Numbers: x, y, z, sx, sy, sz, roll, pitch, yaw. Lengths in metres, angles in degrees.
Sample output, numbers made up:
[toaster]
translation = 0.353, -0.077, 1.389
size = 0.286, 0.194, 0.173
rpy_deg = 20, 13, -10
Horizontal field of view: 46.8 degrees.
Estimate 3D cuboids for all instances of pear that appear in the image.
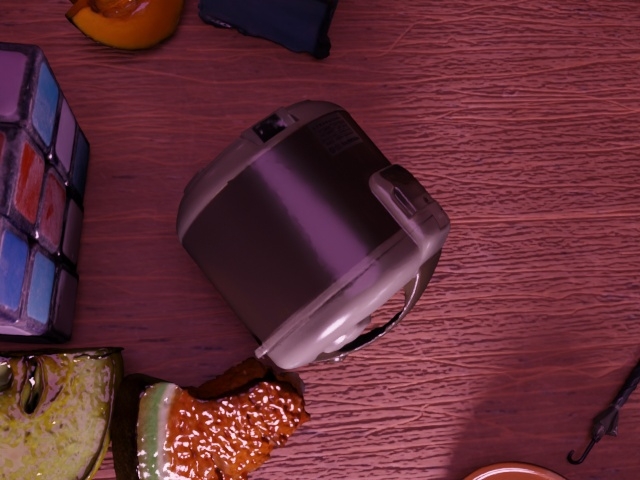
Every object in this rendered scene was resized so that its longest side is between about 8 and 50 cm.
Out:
[pear]
translation = -0.393, 0.276, 1.045
size = 0.238, 0.164, 0.255
rpy_deg = -4, 82, -17

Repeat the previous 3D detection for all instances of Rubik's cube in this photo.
[Rubik's cube]
translation = -0.535, -0.055, 1.001
size = 0.362, 0.363, 0.358
rpy_deg = 5, 72, -1

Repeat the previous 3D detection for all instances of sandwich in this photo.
[sandwich]
translation = -0.158, 0.264, 1.078
size = 0.301, 0.162, 0.250
rpy_deg = -16, 110, -25

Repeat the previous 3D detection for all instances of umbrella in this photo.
[umbrella]
translation = 0.492, 0.262, 1.198
size = 0.269, 0.044, 0.044
rpy_deg = -47, 116, -13

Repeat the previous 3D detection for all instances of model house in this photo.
[model house]
translation = -0.050, -0.490, 1.237
size = 0.237, 0.215, 0.303
rpy_deg = 19, 71, -1

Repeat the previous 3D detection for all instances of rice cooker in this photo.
[rice cooker]
translation = 0.000, 0.000, 1.067
size = 0.335, 0.335, 0.325
rpy_deg = -38, 82, -13

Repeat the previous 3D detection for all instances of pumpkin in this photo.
[pumpkin]
translation = -0.316, -0.425, 1.258
size = 0.130, 0.149, 0.254
rpy_deg = 28, 76, 45

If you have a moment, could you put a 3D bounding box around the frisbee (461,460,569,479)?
[frisbee]
translation = 0.296, 0.451, 1.087
size = 0.251, 0.021, 0.250
rpy_deg = -2, 83, 21
